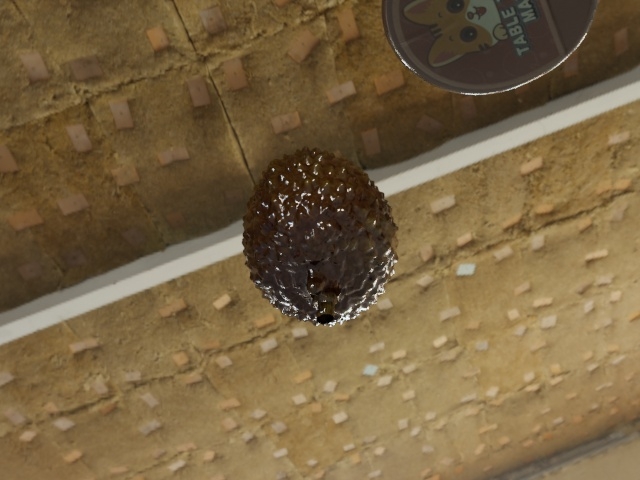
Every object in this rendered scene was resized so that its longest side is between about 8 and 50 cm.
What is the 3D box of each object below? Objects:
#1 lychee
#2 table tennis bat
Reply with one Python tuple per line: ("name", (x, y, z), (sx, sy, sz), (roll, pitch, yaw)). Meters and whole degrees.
("lychee", (0.000, 0.000, 0.712), (0.200, 0.238, 0.200), (-4, -51, -5))
("table tennis bat", (0.121, -0.169, 0.345), (0.170, 0.119, 0.107), (-16, -48, 31))
